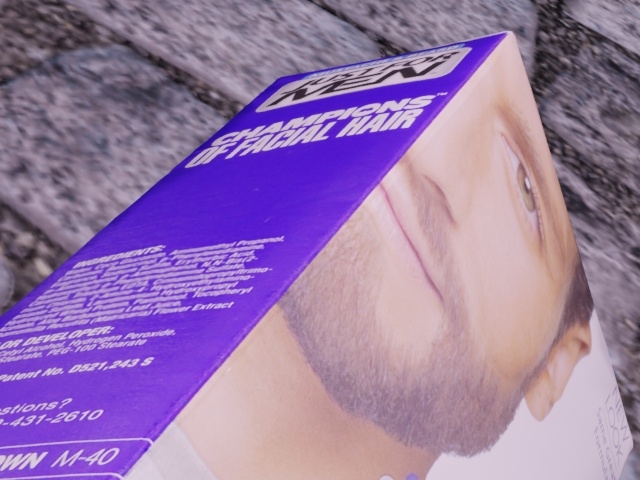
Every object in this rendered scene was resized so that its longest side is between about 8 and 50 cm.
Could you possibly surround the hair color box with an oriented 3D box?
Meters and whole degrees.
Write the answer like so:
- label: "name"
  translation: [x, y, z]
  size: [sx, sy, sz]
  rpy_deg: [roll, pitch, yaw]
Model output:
- label: "hair color box"
  translation: [-0.004, 0.077, 0.504]
  size: [0.339, 0.110, 0.185]
  rpy_deg: [-51, 126, -58]
